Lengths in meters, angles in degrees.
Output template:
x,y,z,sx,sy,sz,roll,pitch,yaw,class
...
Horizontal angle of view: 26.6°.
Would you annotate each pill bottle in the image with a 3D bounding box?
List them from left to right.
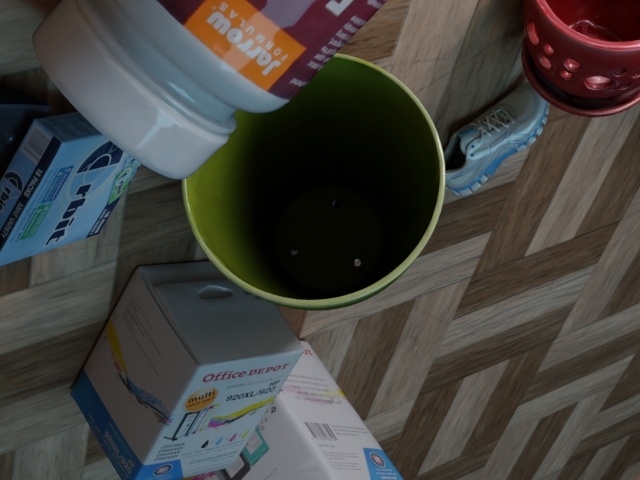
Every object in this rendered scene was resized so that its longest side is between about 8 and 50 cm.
x,y,z,sx,sy,sz,roll,pitch,yaw,class
-0.050,-0.253,1.161,0.392,0.224,0.224,-45,150,13,pill bottle

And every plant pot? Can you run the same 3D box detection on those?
x,y,z,sx,sy,sz,roll,pitch,yaw,class
0.002,-0.031,1.537,0.275,0.274,0.293,-34,166,-5,plant pot
0.332,-0.258,1.619,0.191,0.191,0.174,-29,159,-14,plant pot

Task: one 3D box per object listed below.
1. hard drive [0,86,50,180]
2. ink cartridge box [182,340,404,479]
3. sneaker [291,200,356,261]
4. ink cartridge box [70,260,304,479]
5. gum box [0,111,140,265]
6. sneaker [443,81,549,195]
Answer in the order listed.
x,y,z,sx,sy,sz,roll,pitch,yaw,class
-0.386,-0.069,1.234,0.255,0.054,0.172,-10,141,-41,hard drive
-0.064,0.290,1.880,0.197,0.270,0.198,-45,150,17,ink cartridge box
0.000,0.000,1.727,0.121,0.079,0.217,-7,140,-45,sneaker
-0.167,0.163,1.688,0.171,0.168,0.232,-5,137,-42,ink cartridge box
-0.250,-0.059,1.346,0.157,0.041,0.184,-56,165,24,gum box
0.220,-0.138,1.785,0.190,0.071,0.083,-48,143,18,sneaker
